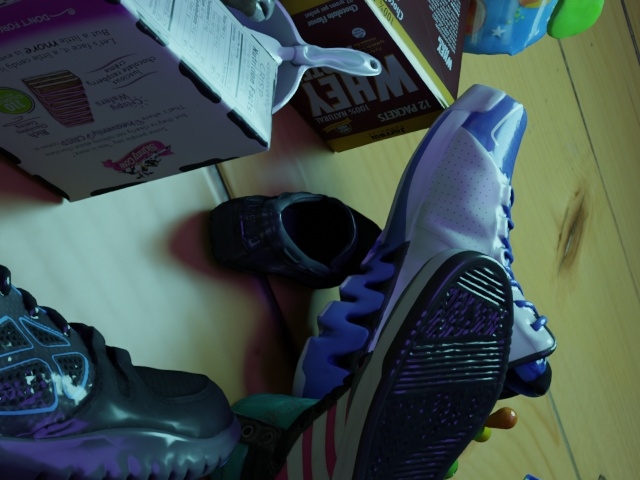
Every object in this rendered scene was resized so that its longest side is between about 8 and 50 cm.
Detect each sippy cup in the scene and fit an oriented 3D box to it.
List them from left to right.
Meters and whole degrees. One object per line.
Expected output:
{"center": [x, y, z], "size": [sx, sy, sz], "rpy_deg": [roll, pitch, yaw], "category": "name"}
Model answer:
{"center": [0.184, -0.332, 1.082], "size": [0.305, 0.240, 0.224], "rpy_deg": [-73, 171, -46], "category": "sippy cup"}

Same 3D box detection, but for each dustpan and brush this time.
{"center": [-0.044, -0.147, 0.789], "size": [0.211, 0.060, 0.147], "rpy_deg": [6, 75, -42], "category": "dustpan and brush"}

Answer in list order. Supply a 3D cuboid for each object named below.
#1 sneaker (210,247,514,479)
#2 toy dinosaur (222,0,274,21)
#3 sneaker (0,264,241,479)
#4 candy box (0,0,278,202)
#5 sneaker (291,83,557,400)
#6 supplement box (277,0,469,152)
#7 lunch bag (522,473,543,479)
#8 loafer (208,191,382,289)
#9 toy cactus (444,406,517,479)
{"center": [0.016, 0.128, 0.713], "size": [0.124, 0.178, 0.295], "rpy_deg": [20, 94, -38], "category": "sneaker"}
{"center": [-0.115, -0.222, 0.626], "size": [0.313, 0.121, 0.160], "rpy_deg": [67, 41, -67], "category": "toy dinosaur"}
{"center": [-0.162, 0.068, 0.517], "size": [0.341, 0.125, 0.139], "rpy_deg": [15, 66, -56], "category": "sneaker"}
{"center": [-0.150, -0.118, 0.551], "size": [0.233, 0.159, 0.071], "rpy_deg": [44, 43, -49], "category": "candy box"}
{"center": [0.128, 0.040, 0.846], "size": [0.315, 0.182, 0.127], "rpy_deg": [-60, 164, -19], "category": "sneaker"}
{"center": [0.034, -0.222, 0.919], "size": [0.191, 0.129, 0.194], "rpy_deg": [45, 44, -41], "category": "supplement box"}
{"center": [0.230, 0.349, 1.071], "size": [0.129, 0.096, 0.151], "rpy_deg": [-61, 159, -46], "category": "lunch bag"}
{"center": [0.000, 0.000, 0.837], "size": [0.223, 0.078, 0.076], "rpy_deg": [7, 74, -57], "category": "loafer"}
{"center": [0.085, 0.143, 0.919], "size": [0.219, 0.112, 0.180], "rpy_deg": [-36, 100, -47], "category": "toy cactus"}
